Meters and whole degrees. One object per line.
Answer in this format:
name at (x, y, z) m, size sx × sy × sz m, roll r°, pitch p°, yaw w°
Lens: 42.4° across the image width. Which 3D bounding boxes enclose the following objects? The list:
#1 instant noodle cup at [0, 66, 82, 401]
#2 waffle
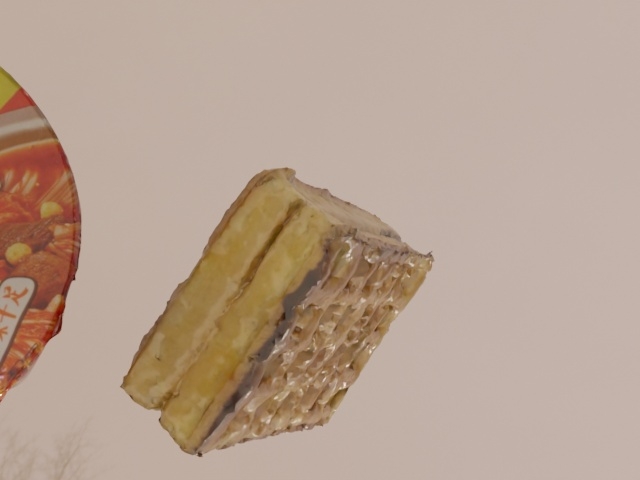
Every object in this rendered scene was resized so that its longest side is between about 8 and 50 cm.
instant noodle cup at (-0.269, 0.024, 0.459) m, size 0.250 × 0.250 × 0.192 m, roll 32°, pitch -30°, yaw -6°
waffle at (-0.018, 0.063, 0.709) m, size 0.091 × 0.308 × 0.212 m, roll 35°, pitch -84°, yaw 19°
